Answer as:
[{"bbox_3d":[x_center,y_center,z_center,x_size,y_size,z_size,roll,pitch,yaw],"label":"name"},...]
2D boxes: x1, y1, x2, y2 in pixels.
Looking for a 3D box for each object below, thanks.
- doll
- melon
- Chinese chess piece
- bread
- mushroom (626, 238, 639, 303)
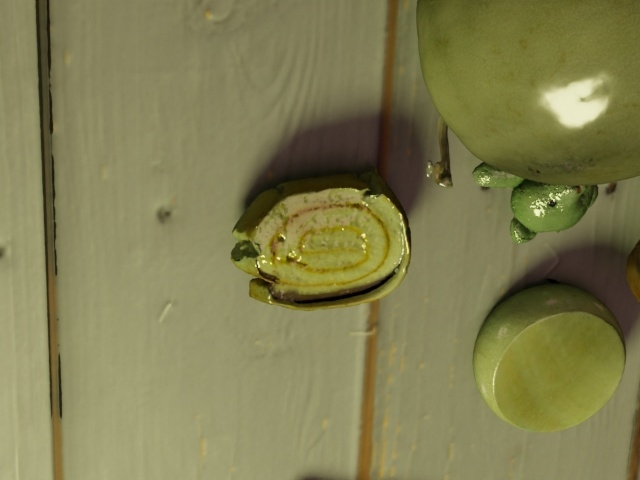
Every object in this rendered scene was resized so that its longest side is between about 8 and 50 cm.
[{"bbox_3d":[0.189,-0.073,1.397,0.115,0.077,0.150,-28,109,-13],"label":"doll"},{"bbox_3d":[0.211,-0.170,1.233,0.272,0.308,0.271,-12,105,-52],"label":"melon"},{"bbox_3d":[0.211,0.109,1.499,0.144,0.058,0.144,-7,119,-12],"label":"Chinese chess piece"},{"bbox_3d":[0.000,0.000,1.381,0.156,0.064,0.117,-5,113,-12],"label":"bread"},{"bbox_3d":[0.361,-0.115,1.359,0.137,0.154,0.407,-27,142,-52],"label":"mushroom"}]
